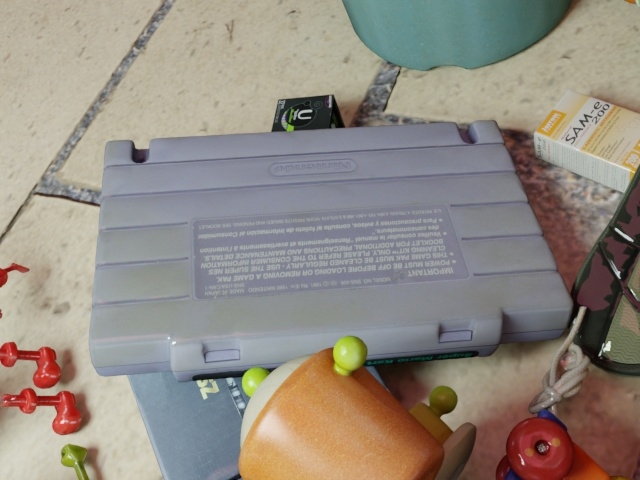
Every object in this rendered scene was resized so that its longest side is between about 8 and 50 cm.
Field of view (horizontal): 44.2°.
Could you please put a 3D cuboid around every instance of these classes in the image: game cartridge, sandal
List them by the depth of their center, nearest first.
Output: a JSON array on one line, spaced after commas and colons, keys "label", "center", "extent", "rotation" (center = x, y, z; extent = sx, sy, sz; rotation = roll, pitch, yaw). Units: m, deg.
[{"label": "sandal", "center": [0.299, -0.026, 0.623], "extent": [0.120, 0.086, 0.303], "rotation": [38, 89, 28]}, {"label": "game cartridge", "center": [0.000, 0.000, 0.645], "extent": [0.355, 0.068, 0.230], "rotation": [-4, 52, -6]}]

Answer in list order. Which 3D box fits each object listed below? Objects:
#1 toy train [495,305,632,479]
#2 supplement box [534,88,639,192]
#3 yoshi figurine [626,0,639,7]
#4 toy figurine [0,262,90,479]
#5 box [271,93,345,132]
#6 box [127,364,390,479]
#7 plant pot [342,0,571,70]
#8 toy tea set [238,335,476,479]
[{"label": "toy train", "center": [0.187, 0.171, 0.515], "extent": [0.143, 0.105, 0.248], "rotation": [27, 68, 20]}, {"label": "supplement box", "center": [0.250, -0.089, 0.703], "extent": [0.098, 0.036, 0.062], "rotation": [29, 69, 32]}, {"label": "yoshi figurine", "center": [0.406, -0.250, 0.630], "extent": [0.203, 0.203, 0.362], "rotation": [6, 26, -27]}, {"label": "toy figurine", "center": [-0.344, 0.196, 0.672], "extent": [0.217, 0.191, 0.362], "rotation": [-45, 58, 23]}, {"label": "box", "center": [-0.014, -0.096, 0.783], "extent": [0.062, 0.052, 0.083], "rotation": [-3, 55, 17]}, {"label": "box", "center": [-0.068, 0.094, 0.667], "extent": [0.183, 0.059, 0.232], "rotation": [-29, 52, -2]}, {"label": "plant pot", "center": [0.114, -0.367, 0.751], "extent": [0.341, 0.334, 0.341], "rotation": [-8, 56, 12]}, {"label": "toy tea set", "center": [-0.042, 0.204, 0.491], "extent": [0.124, 0.200, 0.336], "rotation": [34, 82, 23]}]
